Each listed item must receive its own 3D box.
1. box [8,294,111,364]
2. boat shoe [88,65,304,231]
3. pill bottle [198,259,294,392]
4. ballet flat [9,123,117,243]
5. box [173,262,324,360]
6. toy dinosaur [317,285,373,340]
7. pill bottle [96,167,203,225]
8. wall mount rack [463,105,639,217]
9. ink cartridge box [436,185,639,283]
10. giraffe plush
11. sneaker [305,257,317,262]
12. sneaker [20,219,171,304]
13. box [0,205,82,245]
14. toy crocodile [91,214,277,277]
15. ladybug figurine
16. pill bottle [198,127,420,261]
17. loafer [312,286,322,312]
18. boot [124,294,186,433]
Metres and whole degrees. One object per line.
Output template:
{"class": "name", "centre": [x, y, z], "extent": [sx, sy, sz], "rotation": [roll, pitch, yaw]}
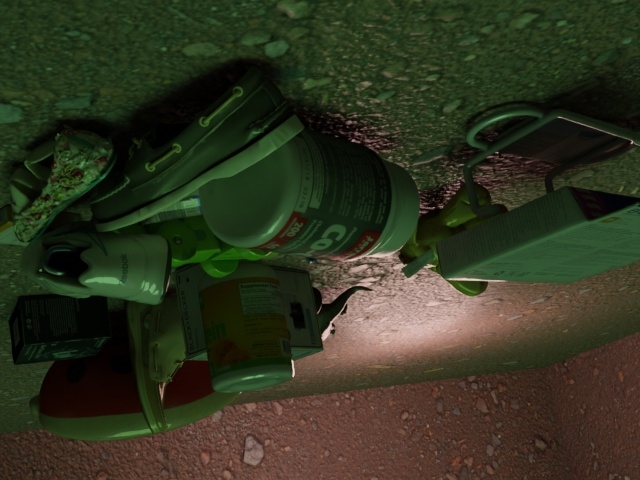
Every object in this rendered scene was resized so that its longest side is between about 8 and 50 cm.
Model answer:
{"class": "box", "centre": [-0.484, 0.163, 1.814], "extent": [0.158, 0.093, 0.156], "rotation": [-4, 162, -25]}
{"class": "boat shoe", "centre": [-0.161, -0.099, 1.127], "extent": [0.305, 0.091, 0.109], "rotation": [-24, -166, 30]}
{"class": "pill bottle", "centre": [-0.129, 0.118, 1.616], "extent": [0.136, 0.246, 0.136], "rotation": [-10, 163, -3]}
{"class": "ballet flat", "centre": [-0.329, -0.073, 1.185], "extent": [0.077, 0.091, 0.241], "rotation": [34, 138, -23]}
{"class": "box", "centre": [-0.128, 0.135, 1.810], "extent": [0.087, 0.169, 0.290], "rotation": [-23, 159, 35]}
{"class": "toy dinosaur", "centre": [-0.027, 0.184, 2.126], "extent": [0.313, 0.121, 0.160], "rotation": [-14, 177, 25]}
{"class": "pill bottle", "centre": [-0.214, -0.062, 1.261], "extent": [0.137, 0.078, 0.078], "rotation": [-9, 163, -4]}
{"class": "wall mount rack", "centre": [0.383, -0.116, 1.369], "extent": [0.350, 0.130, 0.304], "rotation": [3, 159, -41]}
{"class": "ink cartridge box", "centre": [0.393, -0.014, 1.410], "extent": [0.324, 0.071, 0.330], "rotation": [5, 158, -42]}
{"class": "giraffe plush", "centre": [0.201, 0.004, 1.639], "extent": [0.210, 0.181, 0.170], "rotation": [-18, -173, -13]}
{"class": "sneaker", "centre": [0.000, 0.000, 1.637], "extent": [0.052, 0.058, 0.135], "rotation": [-6, 162, -15]}
{"class": "sneaker", "centre": [-0.316, 0.020, 1.261], "extent": [0.129, 0.111, 0.297], "rotation": [8, 174, -43]}
{"class": "box", "centre": [-0.403, -0.017, 1.383], "extent": [0.081, 0.028, 0.136], "rotation": [-24, 161, 37]}
{"class": "toy crocodile", "centre": [-0.182, -0.005, 1.459], "extent": [0.340, 0.105, 0.115], "rotation": [-3, 163, -40]}
{"class": "ladybug figurine", "centre": [-0.366, 0.269, 1.994], "extent": [0.449, 0.162, 0.305], "rotation": [-13, -155, -22]}
{"class": "pill bottle", "centre": [-0.004, -0.057, 1.263], "extent": [0.161, 0.161, 0.283], "rotation": [-23, 159, 36]}
{"class": "loafer", "centre": [-0.105, 0.138, 1.988], "extent": [0.220, 0.080, 0.078], "rotation": [-13, 164, 7]}
{"class": "boot", "centre": [-0.256, 0.221, 1.854], "extent": [0.203, 0.262, 0.095], "rotation": [-8, 165, -14]}
